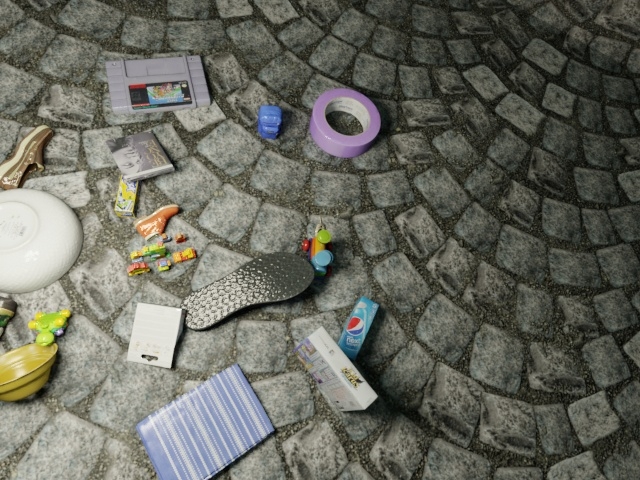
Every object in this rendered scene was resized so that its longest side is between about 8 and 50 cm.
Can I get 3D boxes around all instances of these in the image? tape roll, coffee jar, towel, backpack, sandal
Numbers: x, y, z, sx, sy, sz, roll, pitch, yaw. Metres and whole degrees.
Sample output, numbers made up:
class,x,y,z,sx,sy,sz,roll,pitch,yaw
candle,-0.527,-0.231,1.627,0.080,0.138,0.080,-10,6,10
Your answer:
class,x,y,z,sx,sy,sz,roll,pitch,yaw
tape roll,0.097,-0.472,1.779,0.275,0.090,0.274,5,68,-11
coffee jar,-0.958,0.247,1.268,0.096,0.079,0.184,14,66,-6
towel,-0.336,0.556,1.306,0.336,0.040,0.243,-28,75,-23
backpack,-0.188,-0.453,1.692,0.098,0.120,0.101,-2,69,-14
sandal,-0.237,0.162,1.457,0.446,0.107,0.167,-20,75,-6

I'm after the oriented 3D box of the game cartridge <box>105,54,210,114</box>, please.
class,x,y,z,sx,sy,sz,roll,pitch,yaw
game cartridge,-0.618,-0.597,1.695,0.356,0.068,0.230,-11,67,-16

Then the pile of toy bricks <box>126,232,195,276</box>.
class,x,y,z,sx,sy,sz,roll,pitch,yaw
pile of toy bricks,-0.523,0.034,1.432,0.213,0.105,0.118,-17,73,-18

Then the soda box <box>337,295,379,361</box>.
class,x,y,z,sx,sy,sz,roll,pitch,yaw
soda box,0.119,0.296,1.482,0.067,0.071,0.210,28,66,0

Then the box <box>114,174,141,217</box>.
class,x,y,z,sx,sy,sz,roll,pitch,yaw
box,-0.653,-0.165,1.513,0.059,0.054,0.168,4,68,-10

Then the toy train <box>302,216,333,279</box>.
class,x,y,z,sx,sy,sz,roll,pitch,yaw
toy train,0.000,0.000,1.537,0.105,0.143,0.247,7,67,-10

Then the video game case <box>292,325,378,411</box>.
class,x,y,z,sx,sy,sz,roll,pitch,yaw
video game case,0.034,0.389,1.318,0.061,0.269,0.244,-37,80,-23

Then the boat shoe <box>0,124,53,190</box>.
class,x,y,z,sx,sy,sz,roll,pitch,yaw
boat shoe,-0.964,-0.266,1.477,0.095,0.095,0.257,33,71,-13

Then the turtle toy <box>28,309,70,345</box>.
class,x,y,z,sx,sy,sz,roll,pitch,yaw
turtle toy,-0.789,0.254,1.291,0.095,0.130,0.066,-5,111,-10

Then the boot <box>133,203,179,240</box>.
class,x,y,z,sx,sy,sz,roll,pitch,yaw
boot,-0.539,-0.061,1.498,0.158,0.059,0.084,-32,81,-13

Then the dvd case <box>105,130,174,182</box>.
class,x,y,z,sx,sy,sz,roll,pitch,yaw
dvd case,-0.632,-0.297,1.548,0.165,0.018,0.221,-22,59,-27

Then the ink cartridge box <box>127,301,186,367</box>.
class,x,y,z,sx,sy,sz,roll,pitch,yaw
ink cartridge box,-0.502,0.288,1.362,0.146,0.045,0.179,8,85,6

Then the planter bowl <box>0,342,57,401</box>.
class,x,y,z,sx,sy,sz,roll,pitch,yaw
planter bowl,-0.824,0.374,1.215,0.217,0.217,0.090,-18,109,-18

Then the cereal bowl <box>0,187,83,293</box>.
class,x,y,z,sx,sy,sz,roll,pitch,yaw
cereal bowl,-0.925,-0.018,1.350,0.339,0.141,0.338,4,67,-10
